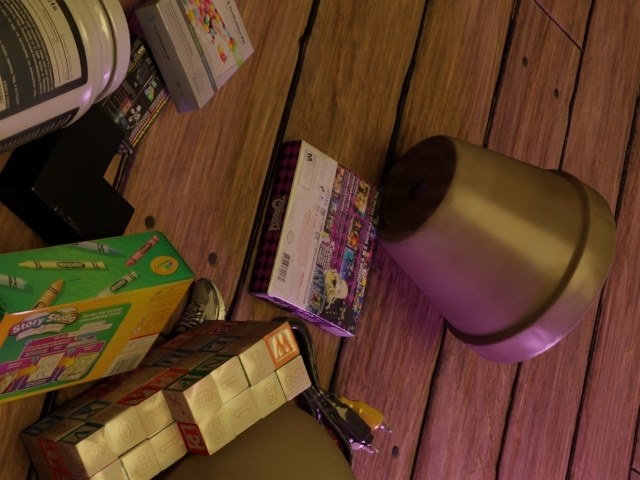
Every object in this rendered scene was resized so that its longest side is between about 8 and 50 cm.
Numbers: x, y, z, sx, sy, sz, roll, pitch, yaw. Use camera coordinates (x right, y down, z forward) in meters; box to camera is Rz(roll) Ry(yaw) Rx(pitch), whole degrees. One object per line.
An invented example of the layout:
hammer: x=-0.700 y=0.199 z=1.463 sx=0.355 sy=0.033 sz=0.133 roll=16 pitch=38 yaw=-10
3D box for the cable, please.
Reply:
cable: x=-0.009 y=0.238 z=1.941 sx=0.139 sy=0.072 sz=0.287 roll=-49 pitch=115 yaw=-19

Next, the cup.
cup: x=-0.082 y=0.336 z=1.663 sx=0.237 sy=0.331 sz=0.331 roll=-82 pitch=148 yaw=-53

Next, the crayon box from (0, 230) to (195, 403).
crayon box: x=-0.289 y=0.087 z=1.481 sx=0.278 sy=0.165 sz=0.081 roll=-10 pitch=53 yaw=-50

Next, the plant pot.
plant pot: x=0.242 y=-0.011 z=2.066 sx=0.280 sy=0.323 sz=0.323 roll=32 pitch=65 yaw=-29

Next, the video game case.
video game case: x=0.000 y=0.000 z=1.940 sx=0.210 sy=0.041 sz=0.232 roll=28 pitch=68 yaw=-47

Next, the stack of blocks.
stack of blocks: x=-0.179 y=0.198 z=1.579 sx=0.297 sy=0.171 sz=0.087 roll=-31 pitch=109 yaw=-36

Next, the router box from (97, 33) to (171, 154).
router box: x=-0.239 y=-0.180 z=1.651 sx=0.092 sy=0.038 sz=0.122 roll=55 pitch=50 yaw=-35

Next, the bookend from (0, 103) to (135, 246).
bookend: x=-0.279 y=-0.074 z=1.574 sx=0.156 sy=0.072 sz=0.157 roll=48 pitch=54 yaw=-40

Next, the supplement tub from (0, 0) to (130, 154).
supplement tub: x=-0.351 y=-0.186 z=1.393 sx=0.272 sy=0.191 sz=0.191 roll=-33 pitch=115 yaw=-46

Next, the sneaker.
sneaker: x=-0.161 y=0.115 z=1.736 sx=0.058 sy=0.052 sz=0.135 roll=9 pitch=80 yaw=-43

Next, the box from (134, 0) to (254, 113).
box: x=-0.158 y=-0.268 z=1.720 sx=0.145 sy=0.038 sz=0.186 roll=69 pitch=28 yaw=-23
